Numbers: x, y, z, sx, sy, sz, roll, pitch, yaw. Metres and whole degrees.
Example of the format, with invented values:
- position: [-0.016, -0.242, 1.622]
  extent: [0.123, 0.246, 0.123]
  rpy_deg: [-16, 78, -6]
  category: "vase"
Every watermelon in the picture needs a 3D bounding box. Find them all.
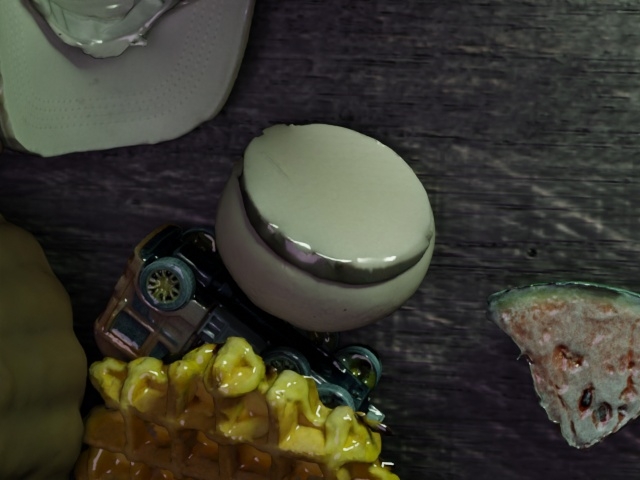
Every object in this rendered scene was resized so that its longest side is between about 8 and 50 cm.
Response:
- position: [0.209, 0.094, 1.422]
  extent: [0.187, 0.071, 0.139]
  rpy_deg: [15, 104, -1]
  category: "watermelon"

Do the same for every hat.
- position: [-0.173, -0.211, 1.425]
  extent: [0.258, 0.168, 0.301]
  rpy_deg: [-5, 121, -24]
  category: "hat"

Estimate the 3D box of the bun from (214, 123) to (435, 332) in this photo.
- position: [0.000, 0.000, 1.406]
  extent: [0.173, 0.173, 0.120]
  rpy_deg: [30, 136, 6]
  category: "bun"

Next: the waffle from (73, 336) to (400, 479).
- position: [-0.050, 0.213, 1.404]
  extent: [0.329, 0.062, 0.329]
  rpy_deg: [15, 128, 20]
  category: "waffle"

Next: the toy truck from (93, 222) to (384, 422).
- position: [-0.062, 0.112, 1.447]
  extent: [0.256, 0.108, 0.140]
  rpy_deg: [37, 113, 1]
  category: "toy truck"

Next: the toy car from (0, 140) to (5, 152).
- position: [-0.371, -0.126, 1.466]
  extent: [0.256, 0.101, 0.124]
  rpy_deg: [-2, 124, 9]
  category: "toy car"

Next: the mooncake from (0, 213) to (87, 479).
- position: [-0.349, 0.119, 1.409]
  extent: [0.324, 0.187, 0.324]
  rpy_deg: [2, 93, 30]
  category: "mooncake"
